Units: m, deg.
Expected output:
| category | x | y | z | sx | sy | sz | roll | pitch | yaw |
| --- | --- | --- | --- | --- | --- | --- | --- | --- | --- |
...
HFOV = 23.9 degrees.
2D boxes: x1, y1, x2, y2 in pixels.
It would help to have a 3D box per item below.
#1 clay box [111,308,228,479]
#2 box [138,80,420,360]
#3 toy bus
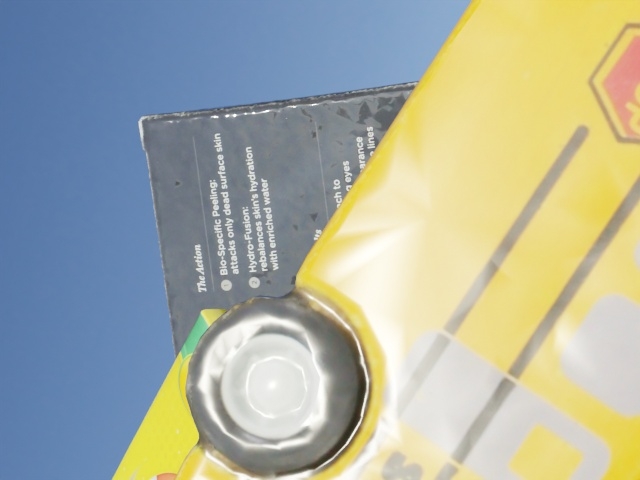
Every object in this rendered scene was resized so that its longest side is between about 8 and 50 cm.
| category | x | y | z | sx | sy | sz | roll | pitch | yaw |
| --- | --- | --- | --- | --- | --- | --- | --- | --- | --- |
| clay box | -0.040 | 0.131 | 0.649 | 0.053 | 0.127 | 0.222 | 5 | -55 | -38 |
| box | 0.000 | 0.000 | 0.805 | 0.093 | 0.158 | 0.156 | -30 | -66 | -76 |
| toy bus | 0.065 | 0.011 | 0.441 | 0.333 | 0.130 | 0.108 | -57 | -12 | 4 |
